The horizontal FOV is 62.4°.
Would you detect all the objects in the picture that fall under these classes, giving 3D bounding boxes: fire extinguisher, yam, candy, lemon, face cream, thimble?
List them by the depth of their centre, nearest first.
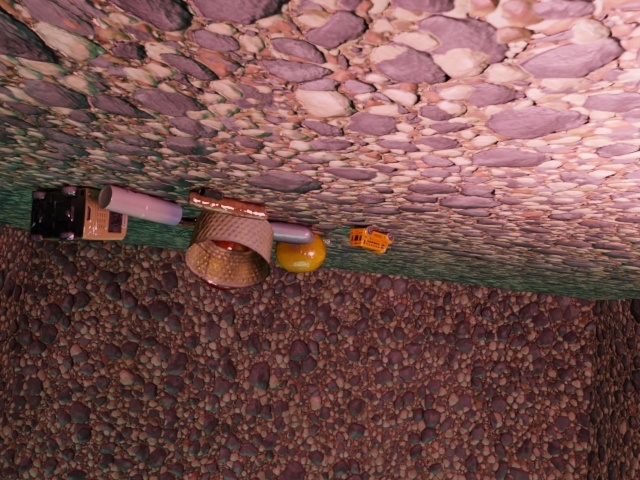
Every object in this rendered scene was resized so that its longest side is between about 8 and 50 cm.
[{"bbox_3d":[-0.286,-0.124,1.424,0.038,0.025,0.083,-23,158,27],"label":"fire extinguisher"},{"bbox_3d":[-0.260,-0.099,1.508,0.241,0.056,0.057,13,171,-27],"label":"yam"},{"bbox_3d":[-0.545,-0.105,1.619,0.077,0.077,0.250,2,170,37],"label":"face cream"},{"bbox_3d":[-0.281,0.023,1.685,0.271,0.150,0.270,4,144,3],"label":"thimble"},{"bbox_3d":[-0.113,-0.026,1.842,0.174,0.071,0.138,7,174,8],"label":"candy"},{"bbox_3d":[-0.074,0.041,1.974,0.207,0.170,0.170,1,172,16],"label":"lemon"}]

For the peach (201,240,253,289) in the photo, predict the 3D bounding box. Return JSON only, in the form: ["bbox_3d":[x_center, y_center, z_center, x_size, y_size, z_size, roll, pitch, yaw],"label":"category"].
[{"bbox_3d":[-0.333,0.044,1.965,0.249,0.245,0.274,2,-162,-4],"label":"peach"}]

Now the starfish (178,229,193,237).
[{"bbox_3d":[-0.477,-0.019,2.219,0.238,0.056,0.213,3,-168,-22],"label":"starfish"}]

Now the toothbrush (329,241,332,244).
[{"bbox_3d":[-0.024,-0.005,2.150,0.019,0.016,0.220,-1,170,39],"label":"toothbrush"}]

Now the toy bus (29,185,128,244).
[{"bbox_3d":[-0.808,-0.074,1.750,0.366,0.176,0.202,0,176,38],"label":"toy bus"}]

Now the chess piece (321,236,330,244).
[{"bbox_3d":[0.000,0.000,2.098,0.093,0.042,0.042,3,177,-38],"label":"chess piece"}]

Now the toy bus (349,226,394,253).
[{"bbox_3d":[0.171,0.000,1.757,0.162,0.074,0.070,15,168,-43],"label":"toy bus"}]

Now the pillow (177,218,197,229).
[{"bbox_3d":[-0.506,-0.063,2.082,0.233,0.043,0.126,7,173,29],"label":"pillow"}]
